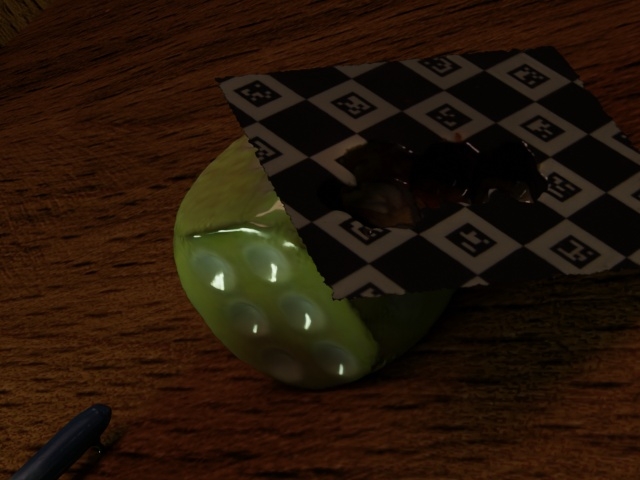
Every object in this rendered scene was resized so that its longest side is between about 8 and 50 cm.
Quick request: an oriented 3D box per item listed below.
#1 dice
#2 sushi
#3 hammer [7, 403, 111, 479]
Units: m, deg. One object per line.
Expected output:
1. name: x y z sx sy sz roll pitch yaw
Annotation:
1. dice: 0.000 0.000 1.109 0.166 0.169 0.169 -12 33 43
2. sushi: 0.095 -0.038 1.001 0.290 0.050 0.264 -7 43 -21
3. hammer: -0.241 0.205 1.181 0.116 0.069 0.194 -4 34 52
